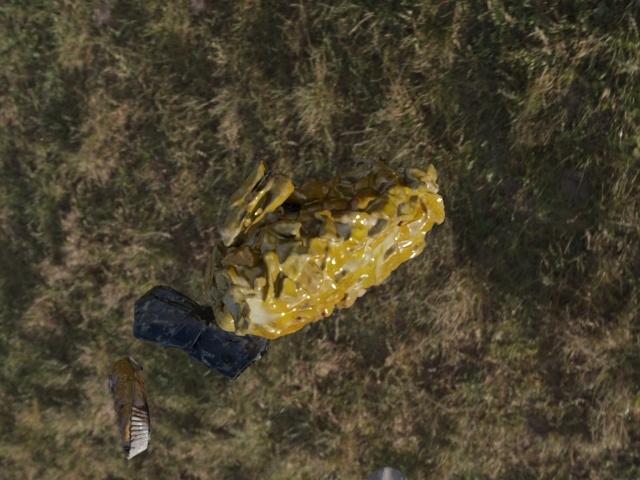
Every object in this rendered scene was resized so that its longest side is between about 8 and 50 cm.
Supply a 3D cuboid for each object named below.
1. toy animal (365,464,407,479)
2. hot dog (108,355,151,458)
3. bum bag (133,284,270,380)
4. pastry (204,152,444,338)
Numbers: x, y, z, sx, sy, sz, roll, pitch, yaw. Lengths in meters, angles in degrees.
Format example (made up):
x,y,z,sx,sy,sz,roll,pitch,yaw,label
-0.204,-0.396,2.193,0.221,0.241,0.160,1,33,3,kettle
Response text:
x,y,z,sx,sy,sz,roll,pitch,yaw,label
0.054,0.482,1.072,0.272,0.206,0.265,12,131,-21,toy animal
-0.392,0.336,1.473,0.069,0.252,0.131,-2,117,-21,hot dog
-0.210,0.158,1.237,0.248,0.102,0.069,20,144,11,bum bag
0.000,0.000,0.656,0.102,0.250,0.154,45,139,28,pastry
